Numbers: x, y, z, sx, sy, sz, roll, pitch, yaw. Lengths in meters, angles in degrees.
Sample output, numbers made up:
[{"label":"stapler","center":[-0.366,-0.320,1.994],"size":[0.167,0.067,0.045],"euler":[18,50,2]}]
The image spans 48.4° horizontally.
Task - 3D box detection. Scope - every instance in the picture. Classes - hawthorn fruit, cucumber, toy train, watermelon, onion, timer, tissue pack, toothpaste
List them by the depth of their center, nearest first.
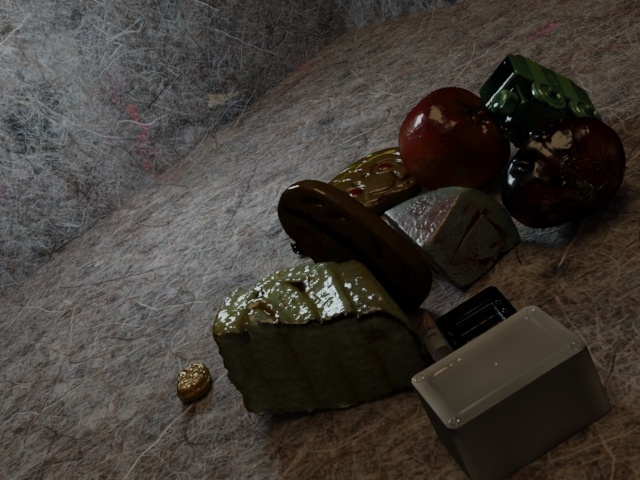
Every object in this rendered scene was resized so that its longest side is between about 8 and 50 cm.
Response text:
[{"label":"tissue pack","center":[0.293,0.239,1.115],"size":[0.246,0.136,0.159],"euler":[-31,25,-4]},{"label":"timer","center":[0.302,0.169,1.330],"size":[0.144,0.055,0.187],"euler":[-32,21,6]},{"label":"toothpaste","center":[0.209,0.184,1.360],"size":[0.067,0.043,0.194],"euler":[-62,10,6]},{"label":"onion","center":[0.503,-0.136,1.509],"size":[0.281,0.221,0.281],"euler":[-24,32,16]},{"label":"watermelon","center":[0.267,0.007,1.551],"size":[0.262,0.213,0.201],"euler":[-14,45,38]},{"label":"toy train","center":[0.543,-0.325,1.740],"size":[0.167,0.299,0.238],"euler":[-52,30,38]},{"label":"hawthorn fruit","center":[0.329,-0.252,1.840],"size":[0.300,0.275,0.275],"euler":[-22,23,43]},{"label":"cucumber","center":[0.000,0.000,1.947],"size":[0.181,0.053,0.053],"euler":[-20,27,22]}]

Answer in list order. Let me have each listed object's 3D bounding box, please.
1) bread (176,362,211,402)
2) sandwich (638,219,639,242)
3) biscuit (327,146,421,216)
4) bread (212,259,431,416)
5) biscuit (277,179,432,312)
[{"label":"bread","center":[-0.293,0.324,1.638],"size":[0.083,0.044,0.110],"euler":[-27,23,0]},{"label":"sandwich","center":[0.619,0.019,1.258],"size":[0.094,0.096,0.258],"euler":[-8,34,26]},{"label":"biscuit","center":[0.140,-0.161,2.079],"size":[0.350,0.070,0.394],"euler":[0,37,44]},{"label":"bread","center":[0.012,0.168,1.404],"size":[0.395,0.239,0.264],"euler":[-12,28,14]},{"label":"biscuit","center":[0.058,0.027,1.493],"size":[0.063,0.367,0.314],"euler":[-52,-1,-28]}]
